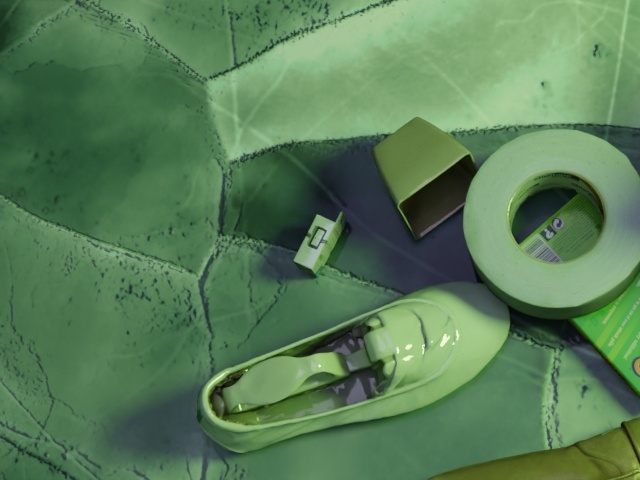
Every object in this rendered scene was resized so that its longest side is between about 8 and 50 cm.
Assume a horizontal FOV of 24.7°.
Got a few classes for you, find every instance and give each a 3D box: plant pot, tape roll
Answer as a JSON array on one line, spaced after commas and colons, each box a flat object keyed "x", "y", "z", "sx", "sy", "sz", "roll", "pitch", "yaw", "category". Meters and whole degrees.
[{"x": 0.124, "y": -0.086, "z": 1.797, "sx": 0.109, "sy": 0.109, "sz": 0.096, "roll": -35, "pitch": 61, "yaw": 0, "category": "plant pot"}, {"x": 0.280, "y": -0.019, "z": 1.734, "sx": 0.219, "sy": 0.072, "sz": 0.219, "roll": -3, "pitch": 76, "yaw": 10, "category": "tape roll"}]

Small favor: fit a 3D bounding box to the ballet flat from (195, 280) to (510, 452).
[{"x": 0.037, "y": 0.150, "z": 1.736, "sx": 0.400, "sy": 0.139, "sz": 0.139, "roll": -21, "pitch": 74, "yaw": 4, "category": "ballet flat"}]

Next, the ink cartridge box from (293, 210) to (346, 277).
[{"x": 0.000, "y": 0.000, "z": 1.821, "sx": 0.028, "sy": 0.048, "sz": 0.083, "roll": 25, "pitch": 80, "yaw": 14, "category": "ink cartridge box"}]

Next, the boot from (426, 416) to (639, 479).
[{"x": 0.278, "y": 0.344, "z": 1.674, "sx": 0.270, "sy": 0.089, "sz": 0.236, "roll": -20, "pitch": 61, "yaw": 3, "category": "boot"}]

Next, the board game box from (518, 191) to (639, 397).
[{"x": 0.359, "y": 0.071, "z": 1.751, "sx": 0.124, "sy": 0.039, "sz": 0.259, "roll": -41, "pitch": 71, "yaw": -1, "category": "board game box"}]
